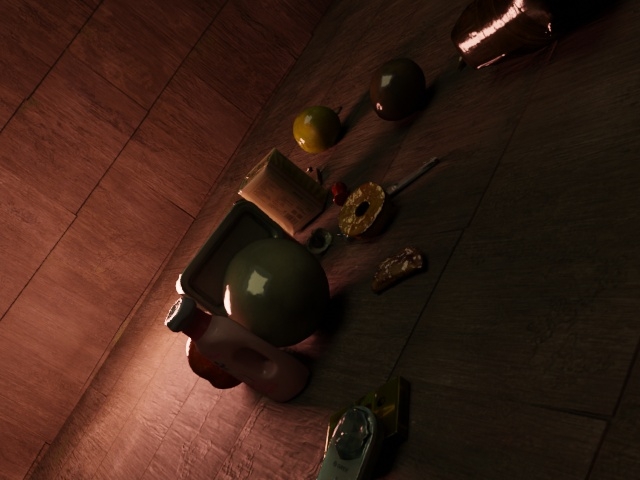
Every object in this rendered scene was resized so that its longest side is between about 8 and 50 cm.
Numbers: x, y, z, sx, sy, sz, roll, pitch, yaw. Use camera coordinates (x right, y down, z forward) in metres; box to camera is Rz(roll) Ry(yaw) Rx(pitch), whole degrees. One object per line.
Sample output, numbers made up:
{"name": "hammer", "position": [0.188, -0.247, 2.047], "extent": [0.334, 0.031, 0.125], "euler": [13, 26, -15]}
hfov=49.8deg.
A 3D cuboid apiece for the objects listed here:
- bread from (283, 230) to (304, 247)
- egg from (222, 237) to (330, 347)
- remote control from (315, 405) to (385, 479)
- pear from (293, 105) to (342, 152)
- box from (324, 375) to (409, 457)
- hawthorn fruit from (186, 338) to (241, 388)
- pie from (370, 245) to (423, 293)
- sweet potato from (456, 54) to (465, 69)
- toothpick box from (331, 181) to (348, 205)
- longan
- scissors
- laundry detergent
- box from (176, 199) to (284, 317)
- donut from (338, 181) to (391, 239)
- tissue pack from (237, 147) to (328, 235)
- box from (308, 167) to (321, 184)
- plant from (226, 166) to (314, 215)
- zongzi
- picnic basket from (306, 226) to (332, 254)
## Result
{"name": "bread", "position": [-0.147, 0.057, 2.065], "extent": [0.244, 0.123, 0.190], "euler": [-28, 34, 51]}
{"name": "egg", "position": [-0.110, 0.123, 1.677], "extent": [0.258, 0.258, 0.352], "euler": [-52, 17, 6]}
{"name": "remote control", "position": [0.038, 0.397, 1.140], "extent": [0.104, 0.052, 0.248], "euler": [3, 67, 58]}
{"name": "pear", "position": [0.006, -0.412, 2.468], "extent": [0.216, 0.166, 0.180], "euler": [-35, 3, -12]}
{"name": "box", "position": [0.081, 0.334, 1.234], "extent": [0.193, 0.030, 0.121], "euler": [-41, 24, 34]}
{"name": "hawthorn fruit", "position": [-0.234, 0.276, 1.820], "extent": [0.225, 0.196, 0.196], "euler": [-38, 22, 8]}
{"name": "pie", "position": [0.166, 0.057, 1.491], "extent": [0.170, 0.034, 0.092], "euler": [-36, 30, 43]}
{"name": "sweet potato", "position": [0.401, -0.514, 1.905], "extent": [0.095, 0.034, 0.034], "euler": [-65, 21, -3]}
{"name": "toothpick box", "position": [0.059, -0.136, 2.030], "extent": [0.047, 0.047, 0.083], "euler": [-47, 22, 19]}
{"name": "longan", "position": [0.216, -0.428, 1.998], "extent": [0.185, 0.159, 0.204], "euler": [-66, 10, -30]}
{"name": "scissors", "position": [0.170, -0.124, 1.786], "extent": [0.360, 0.029, 0.191], "euler": [-36, 25, 41]}
{"name": "laundry detergent", "position": [-0.188, 0.242, 1.534], "extent": [0.159, 0.335, 0.088], "euler": [-35, 27, 42]}
{"name": "box", "position": [-0.262, 0.058, 1.906], "extent": [0.312, 0.175, 0.182], "euler": [-55, 15, -21]}
{"name": "donut", "position": [0.116, -0.070, 1.730], "extent": [0.151, 0.058, 0.152], "euler": [-25, 52, 37]}
{"name": "tissue pack", "position": [-0.115, -0.150, 2.168], "extent": [0.159, 0.234, 0.125], "euler": [-40, 22, 33]}
{"name": "box", "position": [-0.019, -0.207, 2.354], "extent": [0.048, 0.025, 0.115], "euler": [-42, 22, 16]}
{"name": "plant", "position": [-0.164, -0.099, 2.459], "extent": [0.333, 0.180, 0.251], "euler": [-26, 0, -25]}
{"name": "zongzi", "position": [0.529, -0.586, 1.570], "extent": [0.432, 0.208, 0.403], "euler": [-41, 6, -17]}
{"name": "picnic basket", "position": [0.000, 0.000, 1.927], "extent": [0.083, 0.065, 0.083], "euler": [-53, -4, -25]}
